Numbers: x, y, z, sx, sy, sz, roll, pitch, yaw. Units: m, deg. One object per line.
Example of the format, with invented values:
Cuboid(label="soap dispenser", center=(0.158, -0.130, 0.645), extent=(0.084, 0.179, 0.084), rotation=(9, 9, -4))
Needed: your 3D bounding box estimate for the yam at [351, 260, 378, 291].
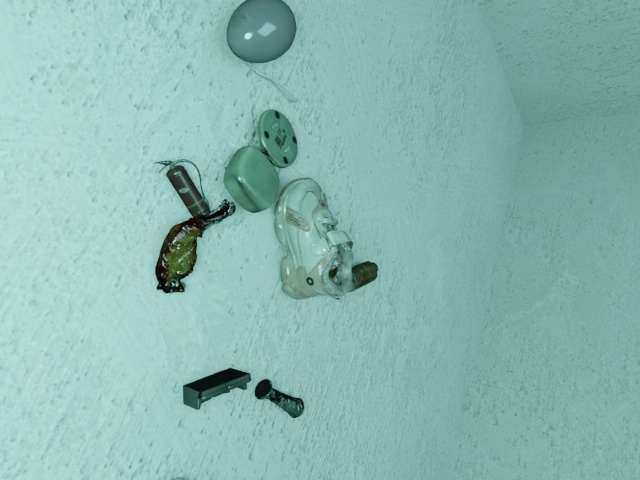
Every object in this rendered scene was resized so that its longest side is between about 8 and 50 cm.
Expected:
Cuboid(label="yam", center=(0.131, 0.121, 1.518), extent=(0.141, 0.079, 0.079), rotation=(-18, 106, -47))

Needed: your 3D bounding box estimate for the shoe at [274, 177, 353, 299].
Cuboid(label="shoe", center=(0.002, -0.001, 1.260), extent=(0.172, 0.198, 0.351), rotation=(-17, 106, -50))

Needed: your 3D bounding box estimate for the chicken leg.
Cuboid(label="chicken leg", center=(-0.285, 0.003, 0.997), extent=(0.106, 0.051, 0.253), rotation=(43, 77, -36))

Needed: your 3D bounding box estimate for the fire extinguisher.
Cuboid(label="fire extinguisher", center=(-0.296, -0.122, 1.007), extent=(0.078, 0.045, 0.157), rotation=(-28, 119, -3))

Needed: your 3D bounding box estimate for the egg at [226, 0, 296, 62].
Cuboid(label="egg", center=(-0.144, -0.511, 1.095), extent=(0.199, 0.146, 0.146), rotation=(-45, 125, -30))

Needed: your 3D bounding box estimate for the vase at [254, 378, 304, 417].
Cuboid(label="vase", center=(-0.112, 0.443, 1.258), extent=(0.167, 0.059, 0.059), rotation=(47, 58, -41))

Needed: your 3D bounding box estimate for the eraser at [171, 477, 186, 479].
Cuboid(label="eraser", center=(-0.321, 0.683, 0.950), extent=(0.331, 0.150, 0.331), rotation=(-1, 91, -51))

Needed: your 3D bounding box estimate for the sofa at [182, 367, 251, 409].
Cuboid(label="sofa", center=(-0.244, 0.359, 1.073), extent=(0.147, 0.085, 0.060), rotation=(-6, 94, -50))

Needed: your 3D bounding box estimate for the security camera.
Cuboid(label="security camera", center=(-0.148, -0.212, 1.167), extent=(0.157, 0.080, 0.302), rotation=(50, 45, -36))

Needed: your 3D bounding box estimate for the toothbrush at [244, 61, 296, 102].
Cuboid(label="toothbrush", center=(-0.133, -0.429, 1.215), extent=(0.204, 0.017, 0.022), rotation=(30, 88, -46))
